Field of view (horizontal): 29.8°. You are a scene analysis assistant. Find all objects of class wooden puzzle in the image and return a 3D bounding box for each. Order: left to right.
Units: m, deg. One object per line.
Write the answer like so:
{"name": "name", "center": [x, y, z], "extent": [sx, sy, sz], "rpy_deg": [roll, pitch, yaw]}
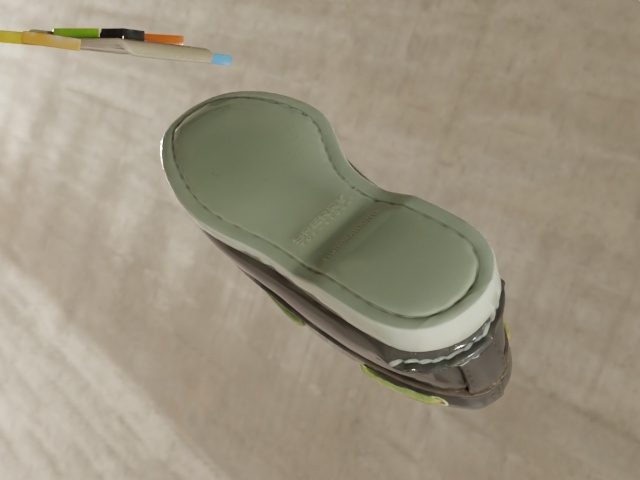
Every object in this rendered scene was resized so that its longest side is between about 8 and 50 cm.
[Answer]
{"name": "wooden puzzle", "center": [-0.102, -0.101, 0.612], "extent": [0.078, 0.014, 0.116], "rpy_deg": [10, -171, 26]}

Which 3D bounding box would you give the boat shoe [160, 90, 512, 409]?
{"name": "boat shoe", "center": [0.000, 0.000, 0.551], "extent": [0.227, 0.081, 0.069], "rpy_deg": [39, 161, 46]}
